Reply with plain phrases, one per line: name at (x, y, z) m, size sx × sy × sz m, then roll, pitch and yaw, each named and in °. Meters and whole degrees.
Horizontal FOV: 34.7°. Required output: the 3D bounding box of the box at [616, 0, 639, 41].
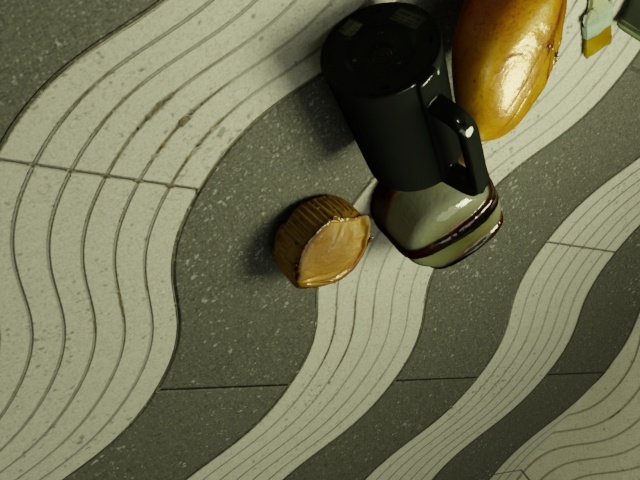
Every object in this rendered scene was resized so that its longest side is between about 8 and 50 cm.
box at (0.773, -0.517, 2.157) m, size 0.274 × 0.138 × 0.178 m, roll -16°, pitch 135°, yaw -33°

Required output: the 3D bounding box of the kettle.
kettle at (0.165, -0.233, 1.772) m, size 0.308 × 0.262 × 0.203 m, roll 62°, pitch 39°, yaw -54°

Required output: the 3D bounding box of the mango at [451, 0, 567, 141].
mango at (0.326, -0.347, 1.811) m, size 0.199 × 0.201 × 0.350 m, roll 19°, pitch 93°, yaw -12°

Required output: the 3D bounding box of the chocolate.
chocolate at (0.262, -0.066, 2.120) m, size 0.283 × 0.186 × 0.284 m, roll -26°, pitch 143°, yaw -21°

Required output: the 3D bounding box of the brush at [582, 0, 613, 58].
brush at (0.557, -0.502, 2.061) m, size 0.085 × 0.020 × 0.336 m, roll -33°, pitch 145°, yaw -10°

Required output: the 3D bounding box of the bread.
bread at (0.000, 0.001, 2.017) m, size 0.199 × 0.104 × 0.199 m, roll -28°, pitch 142°, yaw -25°
